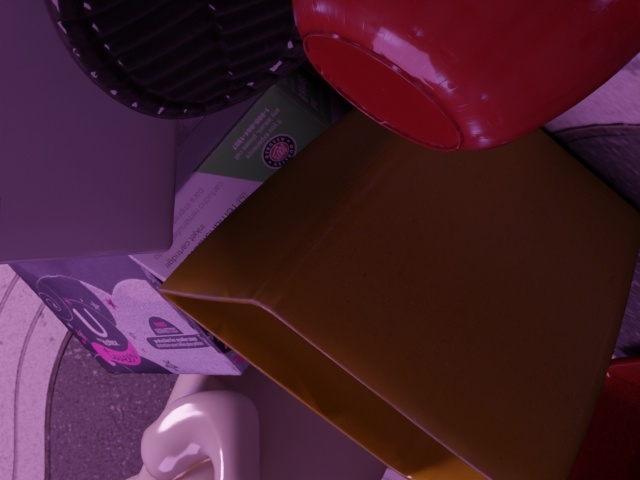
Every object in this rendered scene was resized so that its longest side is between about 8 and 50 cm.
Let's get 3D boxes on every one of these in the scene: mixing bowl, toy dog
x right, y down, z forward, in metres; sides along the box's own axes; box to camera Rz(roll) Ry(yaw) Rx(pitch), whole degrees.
[{"bbox_3d":[0.055,-0.105,0.879,0.181,0.098,0.181,32,168,8],"label":"mixing bowl"},{"bbox_3d":[-0.085,0.214,1.803,0.395,0.408,0.284,20,161,51],"label":"toy dog"}]

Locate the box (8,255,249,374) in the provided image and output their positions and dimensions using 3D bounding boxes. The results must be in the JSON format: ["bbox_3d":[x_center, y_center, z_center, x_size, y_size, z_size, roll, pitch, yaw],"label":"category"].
[{"bbox_3d":[-0.137,0.019,1.670,0.163,0.142,0.247,50,154,-20],"label":"box"}]

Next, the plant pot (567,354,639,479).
[{"bbox_3d":[0.290,0.241,1.281,0.235,0.267,0.267,24,170,-8],"label":"plant pot"}]

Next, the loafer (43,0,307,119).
[{"bbox_3d":[-0.101,-0.204,0.908,0.366,0.134,0.130,62,-173,-48],"label":"loafer"}]

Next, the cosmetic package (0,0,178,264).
[{"bbox_3d":[-0.264,-0.139,1.225,0.161,0.230,0.453,-3,-167,-33],"label":"cosmetic package"}]

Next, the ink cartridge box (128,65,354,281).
[{"bbox_3d":[0.000,0.000,1.279,0.212,0.154,0.093,38,-165,-18],"label":"ink cartridge box"}]

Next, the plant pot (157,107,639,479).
[{"bbox_3d":[0.063,0.020,1.139,0.212,0.187,0.212,38,168,-16],"label":"plant pot"}]

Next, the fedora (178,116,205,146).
[{"bbox_3d":[-0.041,-0.024,1.416,0.243,0.124,0.275,27,167,31],"label":"fedora"}]
